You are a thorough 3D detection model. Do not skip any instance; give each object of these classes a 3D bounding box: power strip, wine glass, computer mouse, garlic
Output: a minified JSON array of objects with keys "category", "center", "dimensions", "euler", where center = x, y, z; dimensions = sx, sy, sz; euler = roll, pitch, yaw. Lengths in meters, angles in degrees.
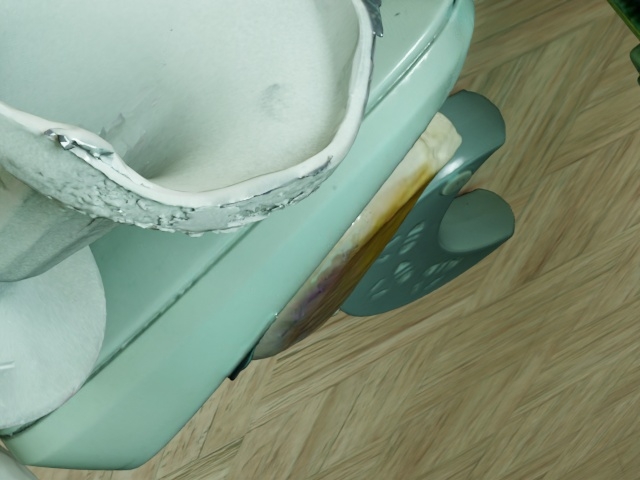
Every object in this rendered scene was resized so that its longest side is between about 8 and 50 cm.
[{"category":"power strip","center":[0.052,-0.015,1.101],"dimensions":[0.137,0.044,0.216],"euler":[-35,162,-2]},{"category":"wine glass","center":[-0.093,-0.031,0.647],"dimensions":[0.165,0.165,0.196],"euler":[-18,157,-43]},{"category":"computer mouse","center":[-0.051,-0.024,0.805],"dimensions":[0.288,0.097,0.159],"euler":[-52,-167,17]},{"category":"garlic","center":[-0.009,0.008,0.972],"dimensions":[0.128,0.090,0.198],"euler":[-22,153,-31]}]

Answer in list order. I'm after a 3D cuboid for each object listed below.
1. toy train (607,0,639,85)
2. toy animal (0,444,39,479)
[{"category":"toy train","center":[0.258,-0.046,0.822],"dimensions":[0.179,0.442,0.272],"euler":[-39,147,10]},{"category":"toy animal","center":[-0.220,0.208,0.902],"dimensions":[0.206,0.272,0.265],"euler":[-19,-167,47]}]
